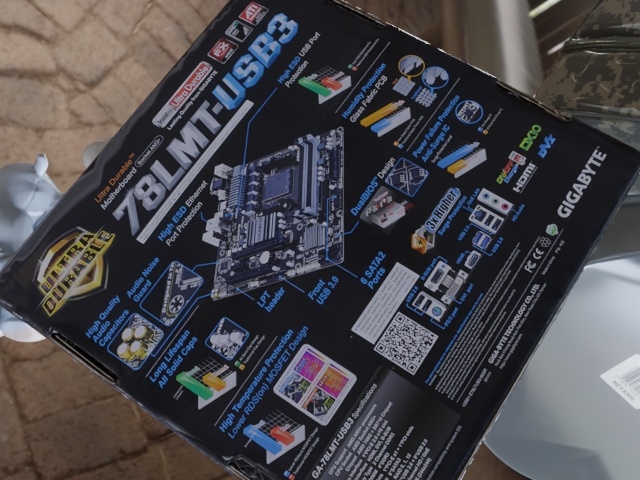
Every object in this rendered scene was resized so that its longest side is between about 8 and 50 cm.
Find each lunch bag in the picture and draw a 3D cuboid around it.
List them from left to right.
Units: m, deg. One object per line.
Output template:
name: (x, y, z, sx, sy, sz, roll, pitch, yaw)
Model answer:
lunch bag: (0.425, -0.168, 0.890, 0.305, 0.212, 0.256, 37, 79, -32)

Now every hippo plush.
hippo plush: (-0.503, -0.002, 1.207, 0.294, 0.234, 0.237, 41, 37, -22)

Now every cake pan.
cake pan: (0.241, 0.098, 0.612, 0.293, 0.293, 0.054, 45, 25, -22)

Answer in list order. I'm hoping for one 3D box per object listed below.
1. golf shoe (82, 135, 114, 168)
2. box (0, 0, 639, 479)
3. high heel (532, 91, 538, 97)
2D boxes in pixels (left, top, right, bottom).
golf shoe: (-0.379, -0.114, 1.444, 0.140, 0.306, 0.115, -24, 128, -39)
box: (0.000, 0.000, 0.486, 0.293, 0.073, 0.295, 30, 73, 17)
high heel: (0.417, -0.257, 1.473, 0.244, 0.117, 0.082, -14, 91, -69)
